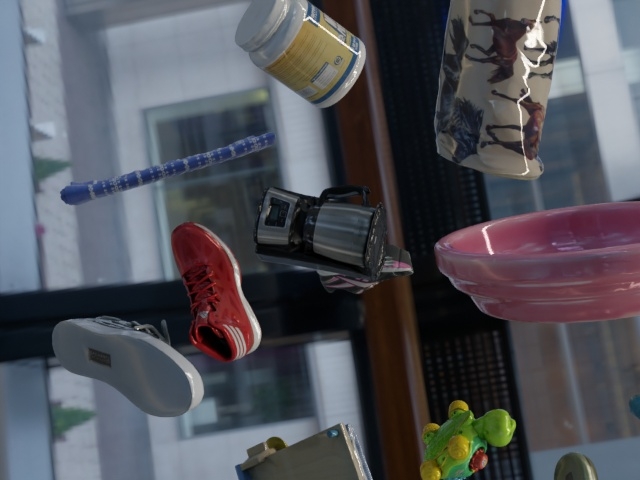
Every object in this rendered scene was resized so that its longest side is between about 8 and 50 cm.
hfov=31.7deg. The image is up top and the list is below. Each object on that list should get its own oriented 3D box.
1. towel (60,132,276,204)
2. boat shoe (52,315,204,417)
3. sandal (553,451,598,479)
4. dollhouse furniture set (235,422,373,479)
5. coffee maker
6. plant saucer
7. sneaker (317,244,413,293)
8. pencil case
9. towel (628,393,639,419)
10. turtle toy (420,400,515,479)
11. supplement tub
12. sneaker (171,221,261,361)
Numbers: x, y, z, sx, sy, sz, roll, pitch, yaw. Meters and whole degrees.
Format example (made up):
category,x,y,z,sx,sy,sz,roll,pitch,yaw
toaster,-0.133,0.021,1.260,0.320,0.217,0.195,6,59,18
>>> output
category,x,y,z,sx,sy,sz,roll,pitch,yaw
towel,-0.246,-0.118,1.788,0.243,0.336,0.040,-165,-122,-80
boat shoe,-0.260,0.173,1.639,0.105,0.306,0.113,-15,106,-46
sandal,0.390,0.471,1.785,0.120,0.086,0.303,-52,-155,39
dollhouse furniture set,0.075,0.383,1.621,0.198,0.286,0.303,7,57,-56
coffee maker,0.000,0.000,1.639,0.171,0.178,0.120,87,18,-50
plant saucer,0.295,0.023,1.248,0.332,0.332,0.084,-62,144,-81
sneaker,0.082,0.057,2.021,0.072,0.178,0.077,-69,154,-52
pencil case,0.266,-0.287,1.596,0.160,0.183,0.410,24,-67,53
towel,0.764,0.376,2.065,0.370,0.271,0.040,-121,-148,-66
turtle toy,0.174,0.243,1.345,0.066,0.130,0.095,38,27,-13
supplement tub,-0.036,-0.341,1.979,0.199,0.144,0.144,32,34,-28
sneaker,-0.164,0.077,1.654,0.221,0.087,0.128,58,14,0
